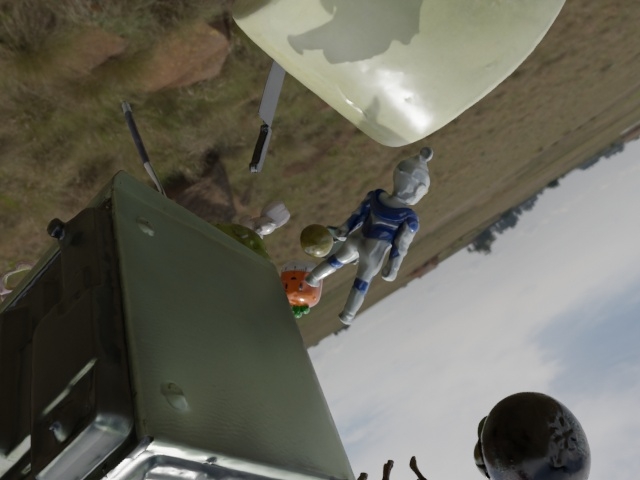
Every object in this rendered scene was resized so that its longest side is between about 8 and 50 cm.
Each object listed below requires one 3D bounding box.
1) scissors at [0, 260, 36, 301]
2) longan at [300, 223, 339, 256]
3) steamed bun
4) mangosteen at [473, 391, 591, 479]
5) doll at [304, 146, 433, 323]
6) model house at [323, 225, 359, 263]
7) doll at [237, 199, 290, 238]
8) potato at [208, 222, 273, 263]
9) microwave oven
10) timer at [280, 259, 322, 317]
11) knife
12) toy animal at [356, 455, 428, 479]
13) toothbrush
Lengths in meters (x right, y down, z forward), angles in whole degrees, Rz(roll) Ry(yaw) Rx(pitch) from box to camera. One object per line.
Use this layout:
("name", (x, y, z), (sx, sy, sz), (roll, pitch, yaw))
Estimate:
("scissors", (-0.711, 0.116, 1.649), (0.318, 0.160, 0.024), (-12, -170, 4))
("longan", (0.000, 0.000, 1.258), (0.083, 0.075, 0.075), (-2, 168, -9))
("steamed bun", (0.136, -0.382, 0.832), (0.455, 0.371, 0.290), (-55, -145, -1))
("mangosteen", (0.553, 0.562, 1.649), (0.300, 0.300, 0.300), (-32, 173, -4))
("doll", (0.075, -0.011, 0.753), (0.057, 0.114, 0.227), (20, 109, -43))
("model house", (0.061, 0.008, 1.596), (0.100, 0.101, 0.087), (-26, 128, -76))
("doll", (-0.139, -0.028, 1.329), (0.161, 0.059, 0.160), (-22, -166, 33))
("potato", (-0.180, 0.065, 1.014), (0.253, 0.186, 0.148), (-5, -146, 27))
("microwave oven", (-0.223, 0.185, 0.586), (0.394, 0.333, 0.247), (-44, 131, 17))
("timer", (-0.047, 0.110, 1.385), (0.099, 0.136, 0.136), (9, -177, 13))
("knife", (-0.101, -0.247, 1.166), (0.019, 0.245, 0.072), (10, 169, 17))
("toy animal", (0.197, 0.459, 0.987), (0.244, 0.260, 0.087), (2, 114, -27))
("toothbrush", (-0.346, -0.166, 1.217), (0.026, 0.288, 0.024), (-23, 154, -9))
